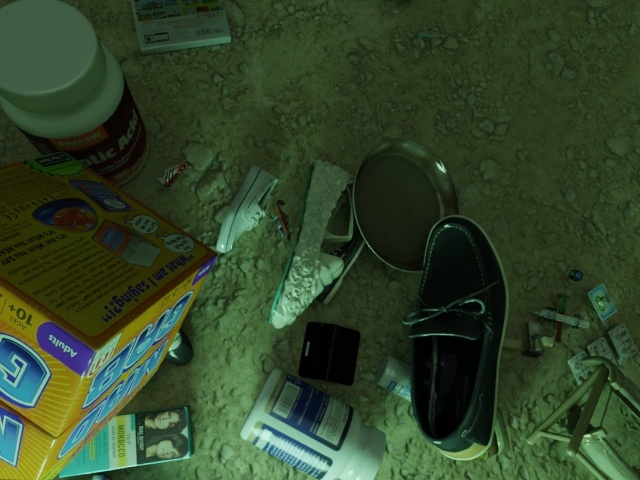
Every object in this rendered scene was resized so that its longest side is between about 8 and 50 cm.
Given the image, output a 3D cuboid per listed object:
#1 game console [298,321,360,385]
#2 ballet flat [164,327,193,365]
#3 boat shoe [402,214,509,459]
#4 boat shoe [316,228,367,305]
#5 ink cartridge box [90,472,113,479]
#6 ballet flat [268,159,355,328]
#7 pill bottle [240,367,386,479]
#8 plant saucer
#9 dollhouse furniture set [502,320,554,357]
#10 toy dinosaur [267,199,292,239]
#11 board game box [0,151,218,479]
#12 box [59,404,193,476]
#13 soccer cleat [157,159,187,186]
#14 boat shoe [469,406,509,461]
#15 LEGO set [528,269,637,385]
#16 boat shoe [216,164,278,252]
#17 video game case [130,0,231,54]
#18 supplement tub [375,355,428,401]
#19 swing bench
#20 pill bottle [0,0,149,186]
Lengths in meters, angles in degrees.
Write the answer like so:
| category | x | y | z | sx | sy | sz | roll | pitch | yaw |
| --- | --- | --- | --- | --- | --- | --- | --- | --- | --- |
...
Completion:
| category | x | y | z | sx | sy | sz | roll | pitch | yaw |
| --- | --- | --- | --- | --- | --- | --- | --- | --- | --- |
| game console | 0.020 | 0.250 | 1.168 | 0.107 | 0.071 | 0.122 | 2 | 71 | 24 |
| ballet flat | -0.343 | 0.179 | 1.110 | 0.074 | 0.074 | 0.203 | -37 | 82 | -15 |
| boat shoe | 0.269 | 0.174 | 1.064 | 0.187 | 0.156 | 0.500 | -7 | 68 | 35 |
| boat shoe | 0.041 | 0.044 | 1.196 | 0.065 | 0.075 | 0.206 | 31 | 78 | 1 |
| ink cartridge box | -0.359 | 0.612 | 0.990 | 0.311 | 0.065 | 0.186 | 35 | 73 | 6 |
| ballet flat | 0.000 | 0.000 | 1.143 | 0.147 | 0.147 | 0.409 | 15 | 64 | -3 |
| pill bottle | -0.012 | 0.380 | 1.053 | 0.265 | 0.153 | 0.153 | 28 | 73 | 1 |
| plant saucer | 0.192 | -0.080 | 1.217 | 0.311 | 0.050 | 0.310 | 5 | 79 | -29 |
| dollhouse furniture set | 0.457 | 0.206 | 1.208 | 0.114 | 0.091 | 0.081 | 10 | 58 | -1 |
| toy dinosaur | -0.083 | -0.051 | 1.213 | 0.047 | 0.090 | 0.082 | -17 | 109 | -27 |
| board game box | -0.462 | 0.118 | 0.889 | 0.356 | 0.356 | 0.356 | 33 | 114 | 3 |
| box | -0.382 | 0.396 | 1.048 | 0.244 | 0.060 | 0.100 | -6 | 75 | -9 |
| soccer cleat | -0.343 | -0.161 | 1.228 | 0.036 | 0.029 | 0.083 | 38 | 78 | 0 |
| boat shoe | 0.307 | 0.312 | 1.136 | 0.104 | 0.110 | 0.307 | -13 | 72 | -6 |
| LEGO set | 0.617 | 0.198 | 1.252 | 0.182 | 0.060 | 0.244 | -28 | 91 | -14 |
| boat shoe | -0.161 | -0.069 | 1.196 | 0.076 | 0.083 | 0.226 | 21 | 72 | 0 |
| video game case | -0.359 | -0.581 | 1.346 | 0.227 | 0.026 | 0.206 | -12 | 76 | -10 |
| supplement tub | 0.181 | 0.302 | 1.143 | 0.107 | 0.071 | 0.071 | 25 | 73 | 0 |
| swing bench | 0.628 | 0.420 | 1.107 | 0.253 | 0.165 | 0.254 | 45 | 74 | 0 |
| pill bottle | -0.486 | -0.267 | 1.048 | 0.224 | 0.392 | 0.224 | 2 | 74 | -7 |
